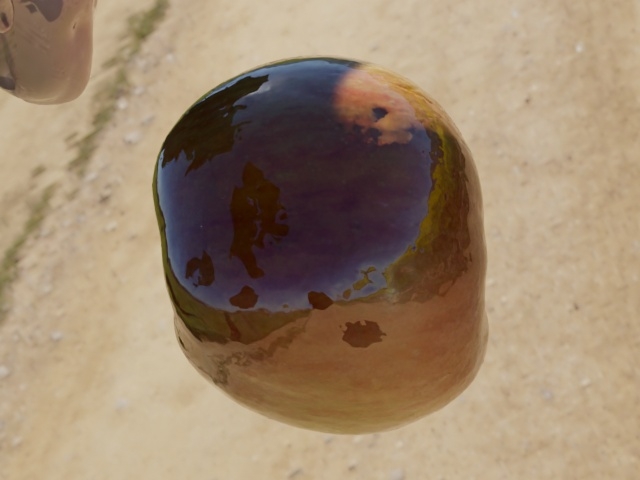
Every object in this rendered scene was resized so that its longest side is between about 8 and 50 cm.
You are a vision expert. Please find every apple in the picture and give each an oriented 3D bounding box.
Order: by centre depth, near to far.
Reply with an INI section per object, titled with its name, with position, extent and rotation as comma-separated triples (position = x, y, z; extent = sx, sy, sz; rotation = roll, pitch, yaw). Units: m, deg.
[apple]
position = 0.000, 0.003, 0.451
extent = 0.102, 0.126, 0.126
rotation = -9, 29, -1

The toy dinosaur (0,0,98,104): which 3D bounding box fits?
[toy dinosaur]
position = -0.123, -0.121, 0.454
extent = 0.152, 0.194, 0.177
rotation = -9, 20, 23
